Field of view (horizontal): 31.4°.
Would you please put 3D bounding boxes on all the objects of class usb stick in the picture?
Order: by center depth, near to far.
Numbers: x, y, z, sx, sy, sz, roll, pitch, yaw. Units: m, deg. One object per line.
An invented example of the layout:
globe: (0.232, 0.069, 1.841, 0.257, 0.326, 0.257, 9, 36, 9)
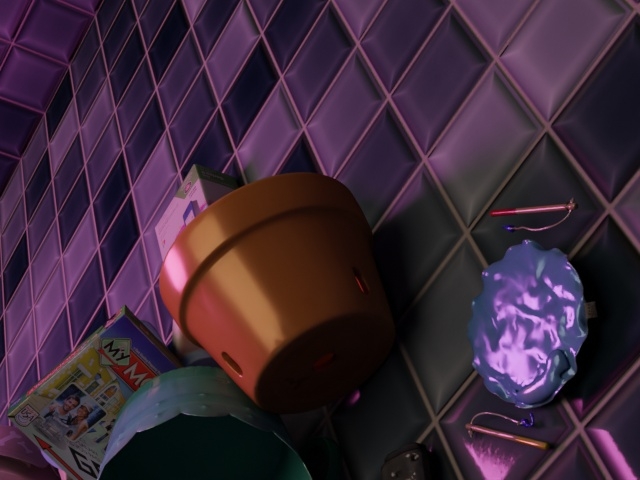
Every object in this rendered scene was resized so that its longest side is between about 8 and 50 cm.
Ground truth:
usb stick: (0.109, 0.362, 1.264, 0.077, 0.045, 0.278, -43, 39, 41)

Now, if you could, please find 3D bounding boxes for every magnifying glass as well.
magnifying glass: (-0.035, 0.366, 1.528, 0.231, 0.026, 0.092, -62, 30, 12)

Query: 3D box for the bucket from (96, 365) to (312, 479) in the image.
bucket: (-0.154, 0.307, 1.468, 0.281, 0.281, 0.183, -64, 14, 12)

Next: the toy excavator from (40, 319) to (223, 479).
toy excavator: (-0.209, 0.175, 1.692, 0.222, 0.433, 0.445, -134, 39, -58)

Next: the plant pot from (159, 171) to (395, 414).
plant pot: (-0.035, 0.085, 1.466, 0.291, 0.291, 0.203, -53, 51, 28)

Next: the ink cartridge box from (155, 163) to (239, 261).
ink cartridge box: (-0.197, -0.005, 1.944, 0.154, 0.093, 0.212, -55, 35, 25)

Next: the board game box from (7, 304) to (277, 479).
board game box: (-0.241, 0.273, 1.569, 0.213, 0.317, 0.046, -41, 16, 3)

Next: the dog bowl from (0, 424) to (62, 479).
dog bowl: (-0.601, 0.484, 2.103, 0.349, 0.349, 0.102, -55, 21, 26)

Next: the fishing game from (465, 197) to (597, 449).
fishing game: (0.229, 0.090, 1.232, 0.189, 0.041, 0.264, -6, 76, 58)
